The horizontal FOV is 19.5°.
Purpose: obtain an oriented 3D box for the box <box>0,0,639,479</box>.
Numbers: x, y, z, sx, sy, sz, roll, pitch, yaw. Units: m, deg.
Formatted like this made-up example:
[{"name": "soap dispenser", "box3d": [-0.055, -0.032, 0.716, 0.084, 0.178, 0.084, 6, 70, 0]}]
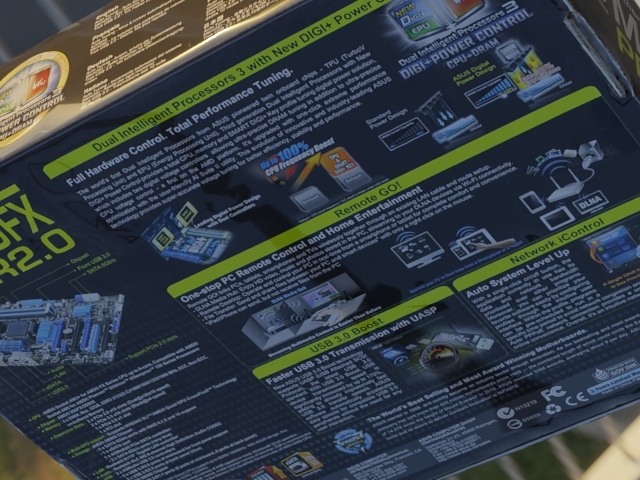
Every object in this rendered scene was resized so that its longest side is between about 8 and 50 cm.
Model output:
[{"name": "box", "box3d": [0.000, 0.000, 0.649, 0.270, 0.060, 0.216, -26, 128, 25]}]
